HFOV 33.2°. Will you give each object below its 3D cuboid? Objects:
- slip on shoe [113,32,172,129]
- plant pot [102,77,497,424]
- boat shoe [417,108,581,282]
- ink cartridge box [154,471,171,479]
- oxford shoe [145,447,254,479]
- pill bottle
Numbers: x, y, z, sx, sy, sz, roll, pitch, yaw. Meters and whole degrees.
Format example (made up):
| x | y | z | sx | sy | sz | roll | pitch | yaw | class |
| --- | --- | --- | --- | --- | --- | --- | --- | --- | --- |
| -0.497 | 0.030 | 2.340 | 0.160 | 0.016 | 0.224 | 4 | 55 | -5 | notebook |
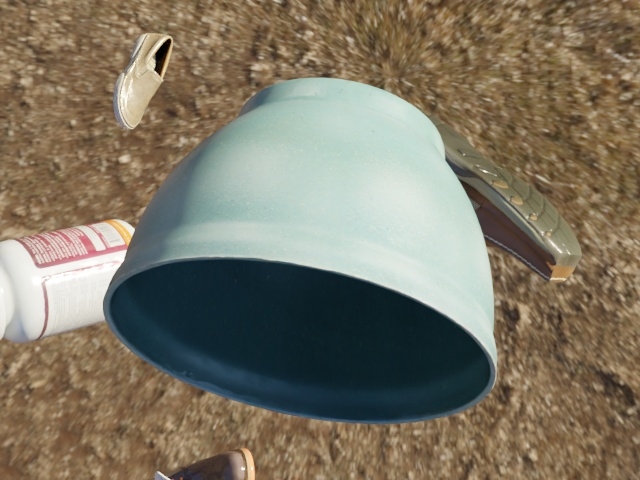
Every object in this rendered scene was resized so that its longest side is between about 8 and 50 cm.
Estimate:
| x | y | z | sx | sy | sz | roll | pitch | yaw | class |
| --- | --- | --- | --- | --- | --- | --- | --- | --- | --- |
| -0.217 | -0.199 | 1.331 | 0.041 | 0.051 | 0.135 | 0 | 59 | 27 | slip on shoe |
| 0.000 | 0.000 | 0.838 | 0.293 | 0.293 | 0.196 | 11 | 62 | 2 | plant pot |
| 0.185 | -0.043 | 1.354 | 0.324 | 0.123 | 0.120 | 45 | 114 | 35 | boat shoe |
| -0.084 | 0.442 | 1.284 | 0.119 | 0.207 | 0.353 | -18 | 112 | -37 | ink cartridge box |
| -0.191 | 0.360 | 1.488 | 0.271 | 0.098 | 0.097 | -40 | 51 | 37 | oxford shoe |
| -0.318 | 0.051 | 1.252 | 0.221 | 0.121 | 0.121 | -14 | 100 | -39 | pill bottle |
